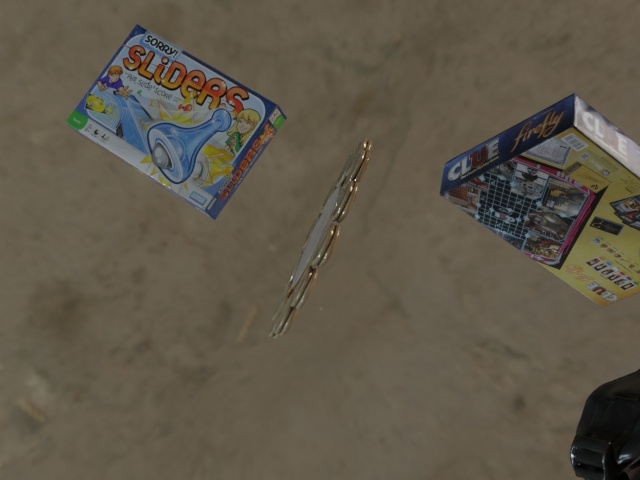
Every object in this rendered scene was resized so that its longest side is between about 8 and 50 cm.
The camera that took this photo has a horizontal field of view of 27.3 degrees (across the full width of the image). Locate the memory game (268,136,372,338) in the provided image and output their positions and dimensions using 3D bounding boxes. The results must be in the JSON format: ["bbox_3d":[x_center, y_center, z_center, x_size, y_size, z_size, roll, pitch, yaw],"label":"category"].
[{"bbox_3d":[0.000,0.000,1.106,0.012,0.186,0.186,25,87,-6],"label":"memory game"}]

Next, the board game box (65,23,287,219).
[{"bbox_3d":[-0.154,-0.128,1.402,0.201,0.035,0.136,31,82,23],"label":"board game box"}]

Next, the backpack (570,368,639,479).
[{"bbox_3d":[0.313,0.108,0.673,0.277,0.263,0.213,-23,100,42],"label":"backpack"}]

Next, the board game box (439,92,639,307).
[{"bbox_3d":[0.258,-0.031,1.270,0.243,0.165,0.042,33,49,-29],"label":"board game box"}]
